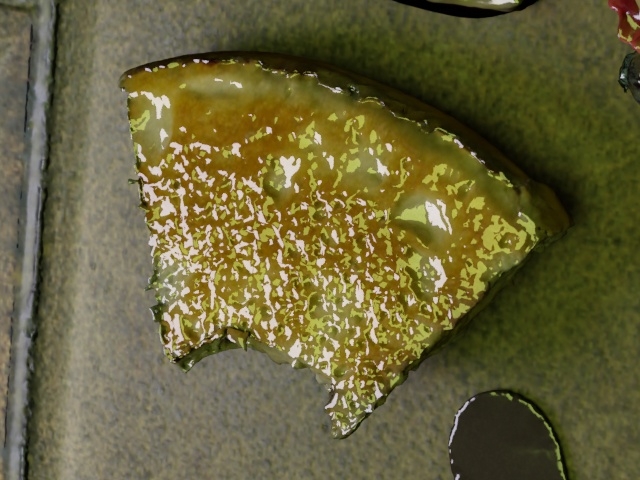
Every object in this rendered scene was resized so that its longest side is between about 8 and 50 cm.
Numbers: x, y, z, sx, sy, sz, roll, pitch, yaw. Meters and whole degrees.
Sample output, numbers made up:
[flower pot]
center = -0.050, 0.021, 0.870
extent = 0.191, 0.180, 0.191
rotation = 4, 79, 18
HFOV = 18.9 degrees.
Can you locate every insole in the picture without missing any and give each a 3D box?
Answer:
[insole]
center = 0.139, 0.256, 1.255
extent = 0.111, 0.007, 0.327
rotation = -5, 98, 28

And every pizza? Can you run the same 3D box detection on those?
[pizza]
center = 0.000, 0.000, 1.231
extent = 0.323, 0.089, 0.223
rotation = 21, 104, 26

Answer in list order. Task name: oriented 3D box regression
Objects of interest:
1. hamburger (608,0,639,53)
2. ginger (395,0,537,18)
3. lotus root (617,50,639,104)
[hamburger]
center = 0.236, -0.156, 1.017
extent = 0.175, 0.137, 0.175
rotation = -2, 82, 13
[ginger]
center = -0.013, -0.293, 1.111
extent = 0.413, 0.211, 0.358
rotation = 42, 119, 15
[lotus root]
center = 0.216, -0.096, 1.114
extent = 0.099, 0.049, 0.054
rotation = 6, 105, 31
